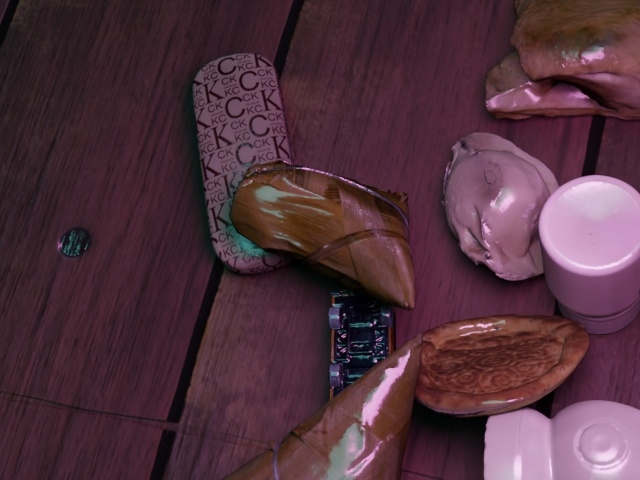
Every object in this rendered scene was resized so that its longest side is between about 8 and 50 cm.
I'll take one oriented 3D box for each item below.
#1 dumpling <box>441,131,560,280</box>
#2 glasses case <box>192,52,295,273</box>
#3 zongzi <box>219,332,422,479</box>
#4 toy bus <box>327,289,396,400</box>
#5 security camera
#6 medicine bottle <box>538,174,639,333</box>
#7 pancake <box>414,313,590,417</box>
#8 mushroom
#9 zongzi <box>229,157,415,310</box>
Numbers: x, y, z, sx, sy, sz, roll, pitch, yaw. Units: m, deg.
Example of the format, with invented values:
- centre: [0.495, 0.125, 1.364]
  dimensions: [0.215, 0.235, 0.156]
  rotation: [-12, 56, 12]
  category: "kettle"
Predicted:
- centre: [0.263, -0.053, 1.792]
  dimensions: [0.173, 0.142, 0.247]
  rotation: [9, 55, -20]
  category: "dumpling"
- centre: [-0.107, -0.118, 1.920]
  dimensions: [0.137, 0.085, 0.354]
  rotation: [-11, 66, 3]
  category: "glasses case"
- centre: [0.060, 0.361, 1.570]
  dimensions: [0.393, 0.174, 0.356]
  rotation: [-40, 65, 15]
  category: "zongzi"
- centre: [0.058, 0.164, 1.739]
  dimensions: [0.091, 0.103, 0.182]
  rotation: [-3, 59, 8]
  category: "toy bus"
- centre: [0.319, 0.289, 1.564]
  dimensions: [0.236, 0.194, 0.194]
  rotation: [-5, 65, 16]
  category: "security camera"
- centre: [0.351, 0.025, 1.654]
  dimensions: [0.139, 0.237, 0.139]
  rotation: [-6, 65, 13]
  category: "medicine bottle"
- centre: [0.218, 0.152, 1.664]
  dimensions: [0.250, 0.031, 0.250]
  rotation: [-12, 21, 5]
  category: "pancake"
- centre: [0.370, -0.288, 1.827]
  dimensions: [0.292, 0.212, 0.217]
  rotation: [-3, 73, 20]
  category: "mushroom"
- centre: [0.000, 0.000, 1.711]
  dimensions: [0.251, 0.125, 0.274]
  rotation: [13, 26, -7]
  category: "zongzi"
